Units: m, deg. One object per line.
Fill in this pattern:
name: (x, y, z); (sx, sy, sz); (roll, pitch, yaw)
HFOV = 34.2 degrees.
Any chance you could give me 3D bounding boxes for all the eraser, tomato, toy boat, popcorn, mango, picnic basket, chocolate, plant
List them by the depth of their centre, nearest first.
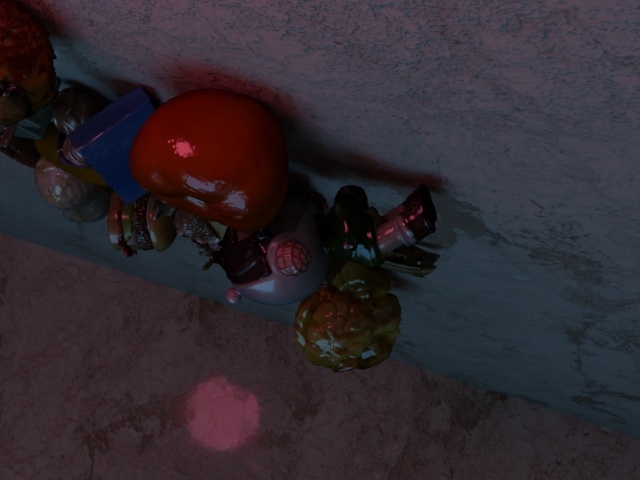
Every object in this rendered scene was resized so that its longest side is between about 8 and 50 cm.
tomato: (-0.156, -0.123, 1.528); (0.260, 0.180, 0.260); (18, 166, 5)
eraser: (-0.315, -0.152, 1.750); (0.042, 0.144, 0.312); (54, 176, 14)
mango: (-0.431, -0.164, 1.923); (0.227, 0.109, 0.147); (13, 169, 26)
toy boat: (0.130, 0.013, 2.012); (0.206, 0.064, 0.072); (18, 152, 13)
picnic basket: (-0.640, -0.209, 2.161); (0.110, 0.054, 0.193); (21, 170, 22)
chocolate: (-0.522, -0.115, 2.225); (0.134, 0.134, 0.309); (17, 167, 8)
popcorn: (0.061, 0.170, 2.406); (0.225, 0.265, 0.332); (51, 152, 26)
plant: (-0.253, 0.027, 2.514); (0.105, 0.121, 0.116); (0, 154, 24)

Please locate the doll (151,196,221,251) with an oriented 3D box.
doll: (-0.251, -0.052, 2.168); (0.221, 0.105, 0.115); (26, 129, -30)

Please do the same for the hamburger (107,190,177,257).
hamburger: (-0.377, -0.050, 2.270); (0.137, 0.175, 0.175); (0, 165, 8)

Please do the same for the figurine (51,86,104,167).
figurine: (-0.396, -0.191, 1.763); (0.114, 0.126, 0.157); (47, 158, 10)

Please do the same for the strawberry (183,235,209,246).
strawberry: (-0.290, -0.033, 2.383); (0.188, 0.082, 0.121); (16, 171, -1)

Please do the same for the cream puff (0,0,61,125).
cream puff: (-0.473, -0.260, 1.442); (0.240, 0.164, 0.240); (21, 155, 11)

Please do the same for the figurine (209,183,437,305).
figurine: (0.000, 0.000, 1.657); (0.370, 0.167, 0.281); (-16, -162, 13)

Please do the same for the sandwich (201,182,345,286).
sandwich: (-0.112, -0.038, 1.970); (0.271, 0.099, 0.301); (23, 165, 26)

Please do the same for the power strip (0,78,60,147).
power strip: (-0.566, -0.231, 1.775); (0.261, 0.141, 0.229); (11, 167, 43)
